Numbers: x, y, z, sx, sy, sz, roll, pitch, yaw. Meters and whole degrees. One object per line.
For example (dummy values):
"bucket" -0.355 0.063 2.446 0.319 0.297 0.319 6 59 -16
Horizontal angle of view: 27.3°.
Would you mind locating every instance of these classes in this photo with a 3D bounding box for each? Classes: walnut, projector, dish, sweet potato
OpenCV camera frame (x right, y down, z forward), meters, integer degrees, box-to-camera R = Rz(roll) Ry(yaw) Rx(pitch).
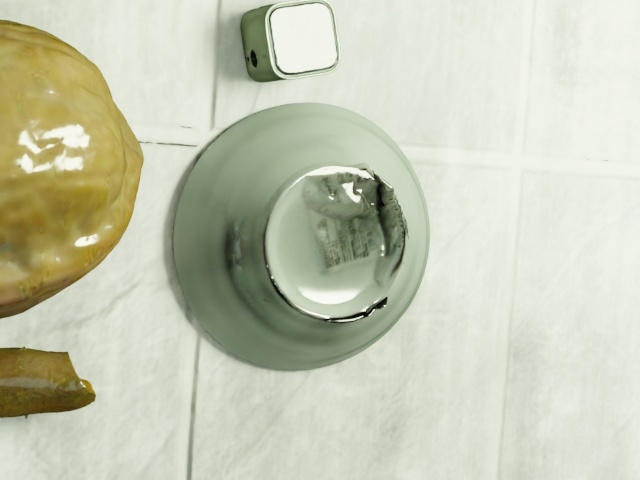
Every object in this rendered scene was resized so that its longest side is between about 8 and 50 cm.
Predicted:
"walnut" -0.330 -0.062 1.197 0.344 0.306 0.306 -4 96 -20
"projector" -0.033 -0.218 1.439 0.083 0.082 0.083 -11 98 -22
"dish" 0.000 0.000 1.459 0.317 0.106 0.316 -2 94 -22
"sweet potato" -0.352 0.143 1.346 0.244 0.077 0.077 3 93 -10
